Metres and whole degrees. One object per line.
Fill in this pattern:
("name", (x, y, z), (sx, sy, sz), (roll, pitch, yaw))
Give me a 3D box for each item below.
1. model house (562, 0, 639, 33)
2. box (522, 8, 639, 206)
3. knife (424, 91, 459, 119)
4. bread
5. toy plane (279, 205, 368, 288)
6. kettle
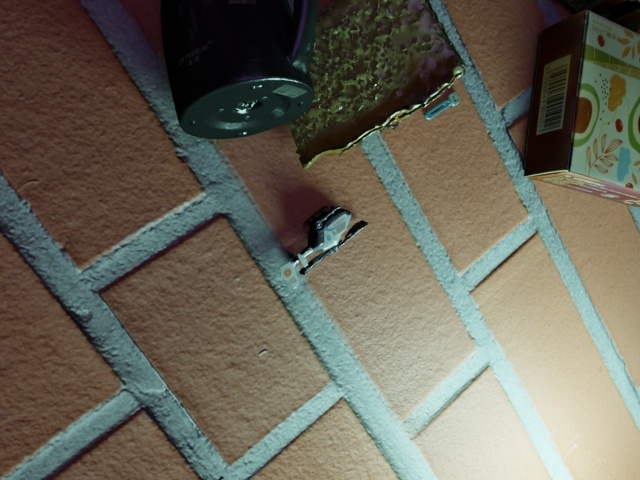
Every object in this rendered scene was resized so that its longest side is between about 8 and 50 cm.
("model house", (0.748, -0.665, 0.940), (0.300, 0.323, 0.340), (27, 82, -20))
("box", (0.671, -0.280, 1.023), (0.384, 0.122, 0.345), (9, 87, -21))
("knife", (0.253, -0.278, 0.925), (0.096, 0.010, 0.027), (-35, 102, -17))
("bread", (0.085, -0.318, 0.835), (0.315, 0.279, 0.249), (-26, 102, 25))
("toy plane", (-0.001, 0.000, 0.813), (0.197, 0.053, 0.078), (-42, 113, -19))
("kettle", (-0.116, -0.334, 0.665), (0.207, 0.268, 0.291), (-5, 81, -59))
